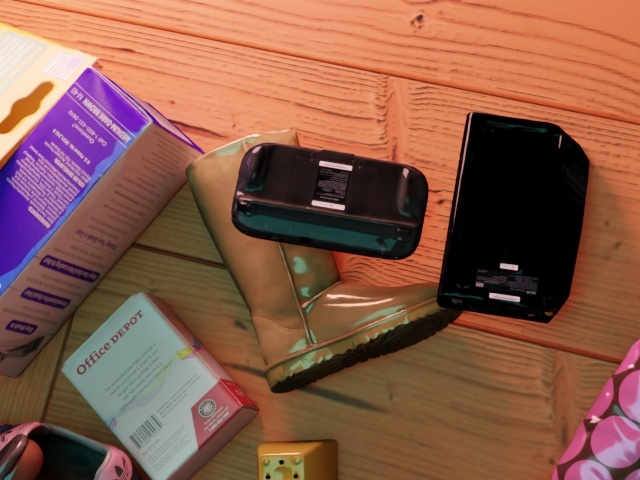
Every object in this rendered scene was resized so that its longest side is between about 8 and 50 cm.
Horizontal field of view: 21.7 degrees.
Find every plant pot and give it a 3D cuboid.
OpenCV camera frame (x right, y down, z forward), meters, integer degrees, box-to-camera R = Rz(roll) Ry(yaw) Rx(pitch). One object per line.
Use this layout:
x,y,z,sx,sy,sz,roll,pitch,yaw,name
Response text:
-0.030,0.249,1.749,0.081,0.083,0.081,-4,81,14,plant pot

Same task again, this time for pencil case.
0.316,0.191,1.663,0.098,0.095,0.209,31,92,52,pencil case

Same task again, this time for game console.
0.091,-0.043,1.729,0.361,0.044,0.213,9,67,5,game console

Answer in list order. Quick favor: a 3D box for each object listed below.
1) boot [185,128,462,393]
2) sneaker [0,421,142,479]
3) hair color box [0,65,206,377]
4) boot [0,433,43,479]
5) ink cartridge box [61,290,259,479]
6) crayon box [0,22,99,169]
0.000,0.000,1.780,0.236,0.089,0.269,-21,73,5,boot
-0.338,0.227,1.797,0.319,0.131,0.112,11,51,13,sneaker
-0.293,-0.013,1.809,0.110,0.185,0.339,40,92,17,hair color box
-0.239,0.351,1.711,0.280,0.096,0.264,20,102,-6,boot
-0.173,0.161,1.807,0.127,0.072,0.175,-44,73,5,ink cartridge box
-0.422,-0.159,1.851,0.323,0.083,0.203,21,54,25,crayon box
